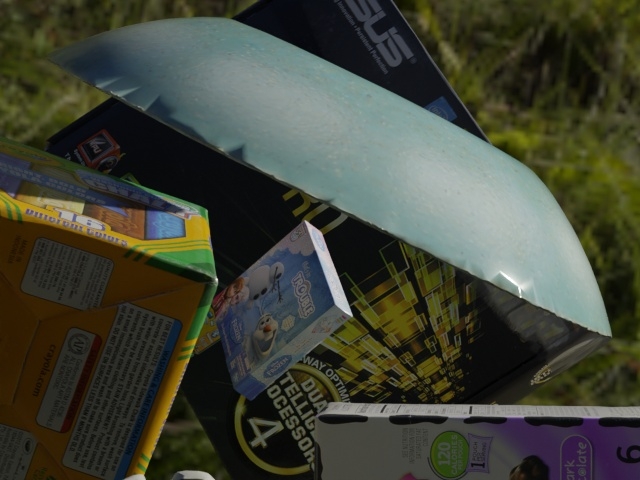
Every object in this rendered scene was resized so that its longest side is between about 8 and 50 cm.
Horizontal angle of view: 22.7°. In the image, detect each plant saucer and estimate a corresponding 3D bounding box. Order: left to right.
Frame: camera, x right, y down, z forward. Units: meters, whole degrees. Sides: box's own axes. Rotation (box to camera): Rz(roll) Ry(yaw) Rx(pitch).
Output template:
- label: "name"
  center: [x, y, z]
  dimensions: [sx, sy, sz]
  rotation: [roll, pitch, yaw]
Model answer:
- label: "plant saucer"
  center: [0.010, -0.029, 0.497]
  dimensions: [0.195, 0.037, 0.195]
  rotation: [27, 4, -2]

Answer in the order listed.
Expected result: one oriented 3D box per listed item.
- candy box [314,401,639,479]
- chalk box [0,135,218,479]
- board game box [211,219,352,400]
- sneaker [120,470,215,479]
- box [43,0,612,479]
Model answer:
- label: "candy box"
  center: [0.095, 0.176, 0.898]
  dimensions: [0.196, 0.164, 0.070]
  rotation: [0, 0, 6]
- label: "chalk box"
  center: [-0.183, 0.044, 1.066]
  dimensions: [0.179, 0.180, 0.289]
  rotation: [19, 10, -8]
- label: "board game box"
  center: [-0.027, 0.044, 1.041]
  dimensions: [0.020, 0.090, 0.090]
  rotation: [39, 19, -35]
- label: "sneaker"
  center: [0.041, 0.178, 0.581]
  dimensions: [0.292, 0.118, 0.110]
  rotation: [17, 28, -3]
- label: "box"
  center: [0.000, 0.000, 1.309]
  dimensions: [0.318, 0.395, 0.097]
  rotation: [-32, -20, 2]
